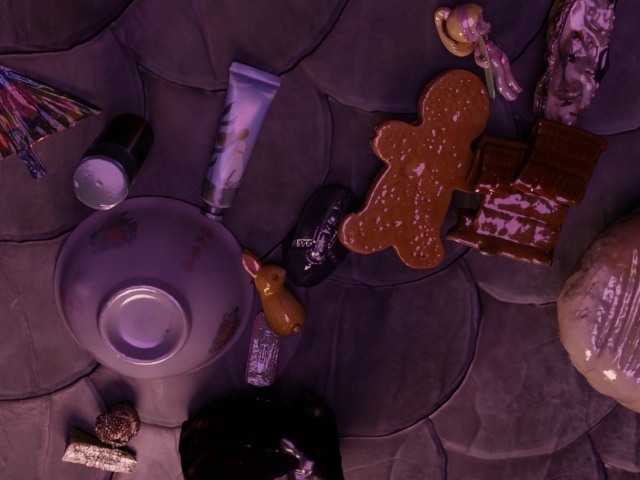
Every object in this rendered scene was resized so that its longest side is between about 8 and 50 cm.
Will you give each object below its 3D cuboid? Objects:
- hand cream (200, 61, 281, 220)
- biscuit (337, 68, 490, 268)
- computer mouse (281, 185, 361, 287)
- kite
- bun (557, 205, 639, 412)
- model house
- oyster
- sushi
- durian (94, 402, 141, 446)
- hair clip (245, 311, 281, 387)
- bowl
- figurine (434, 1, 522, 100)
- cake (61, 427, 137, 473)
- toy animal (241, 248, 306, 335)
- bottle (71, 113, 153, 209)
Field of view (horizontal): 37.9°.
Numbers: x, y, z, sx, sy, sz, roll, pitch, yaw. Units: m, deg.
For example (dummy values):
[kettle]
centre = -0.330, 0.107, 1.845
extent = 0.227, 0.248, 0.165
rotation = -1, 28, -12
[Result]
[hand cream]
centre = -0.143, -0.158, 1.520
extent = 0.088, 0.055, 0.256
rotation = 16, 101, -13
[biscuit]
centre = 0.172, -0.121, 1.539
extent = 0.216, 0.047, 0.340
rotation = 17, 101, -18
[computer mouse]
centre = 0.000, 0.000, 1.571
extent = 0.105, 0.062, 0.192
rotation = 24, 108, -11
[kite]
centre = -0.522, -0.197, 1.499
extent = 0.321, 0.016, 0.234
rotation = -25, 109, 6
[bun]
centre = 0.575, 0.117, 1.562
extent = 0.365, 0.219, 0.365
rotation = 0, 92, -3
[model house]
centre = 0.327, -0.086, 1.484
extent = 0.199, 0.219, 0.229
rotation = 19, 101, 1
[oyster]
centre = 0.418, -0.341, 1.476
extent = 0.128, 0.078, 0.345
rotation = 6, 108, -27
[sushi]
centre = -0.095, 0.425, 1.591
extent = 0.299, 0.294, 0.281
rotation = -24, 109, 4
[durian]
centre = -0.363, 0.328, 1.663
extent = 0.080, 0.091, 0.080
rotation = -2, 93, -39
[hair clip]
centre = -0.099, 0.193, 1.652
extent = 0.054, 0.022, 0.137
rotation = 8, 99, -7
[bowl]
centre = -0.284, 0.109, 1.545
extent = 0.345, 0.157, 0.346
rotation = -1, 108, -2
[figurine]
centre = 0.252, -0.299, 1.476
extent = 0.083, 0.083, 0.187
rotation = -37, 106, 9
[cake]
centre = -0.405, 0.388, 1.705
extent = 0.140, 0.055, 0.051
rotation = 23, 106, -29
[toy animal]
centre = -0.082, 0.082, 1.582
extent = 0.070, 0.083, 0.159
rotation = -29, 101, -8
[bottle]
centre = -0.306, -0.123, 1.393
extent = 0.082, 0.286, 0.082
rotation = -1, 109, -3
